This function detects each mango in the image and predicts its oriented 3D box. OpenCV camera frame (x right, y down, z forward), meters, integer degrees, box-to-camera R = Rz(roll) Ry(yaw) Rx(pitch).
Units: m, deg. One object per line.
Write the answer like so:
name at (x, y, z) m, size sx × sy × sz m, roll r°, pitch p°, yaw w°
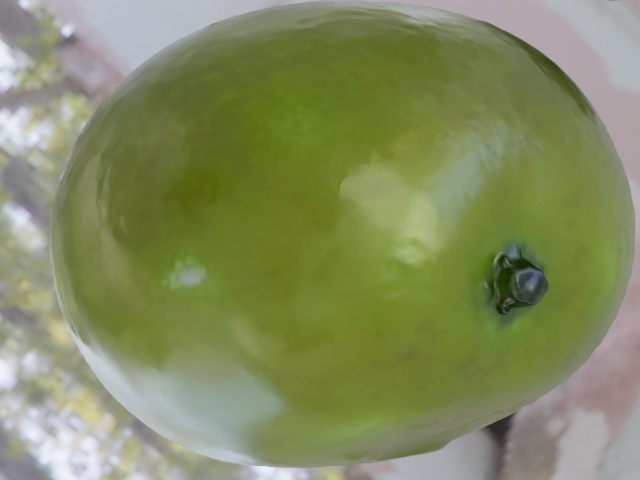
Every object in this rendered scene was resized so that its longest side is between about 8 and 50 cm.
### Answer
mango at (0.008, -0.002, 0.672) m, size 0.185 × 0.149 × 0.273 m, roll -12°, pitch 177°, yaw 2°
